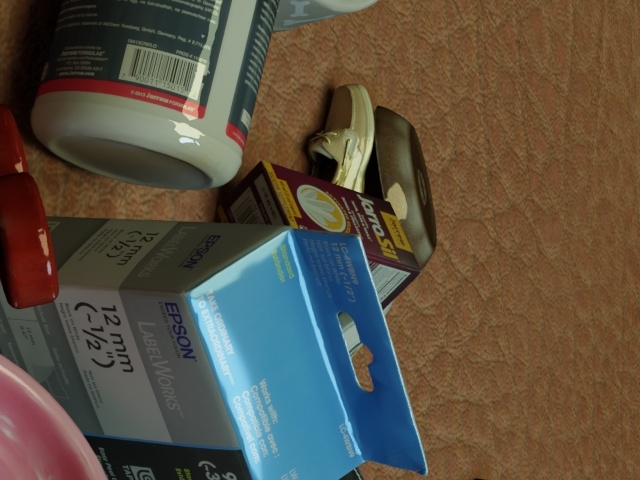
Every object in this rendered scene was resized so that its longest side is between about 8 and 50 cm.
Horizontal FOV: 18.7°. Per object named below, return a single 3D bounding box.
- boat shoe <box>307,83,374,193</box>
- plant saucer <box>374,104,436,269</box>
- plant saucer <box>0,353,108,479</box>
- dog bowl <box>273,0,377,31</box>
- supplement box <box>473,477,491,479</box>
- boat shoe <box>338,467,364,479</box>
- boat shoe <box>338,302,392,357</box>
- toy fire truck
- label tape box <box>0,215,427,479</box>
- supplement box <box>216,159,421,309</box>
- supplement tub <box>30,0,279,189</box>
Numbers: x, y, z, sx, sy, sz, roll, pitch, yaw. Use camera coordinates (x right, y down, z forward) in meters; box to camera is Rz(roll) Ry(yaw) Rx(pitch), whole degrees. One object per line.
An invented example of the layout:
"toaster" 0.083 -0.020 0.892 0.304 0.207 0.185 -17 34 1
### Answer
"boat shoe" 0.016 -0.091 2.097 0.059 0.063 0.170 13 76 -32
"plant saucer" 0.098 -0.057 2.170 0.198 0.036 0.198 -11 90 -80
"plant saucer" -0.303 0.225 1.525 0.332 0.084 0.332 32 39 -31
"dog bowl" -0.010 -0.386 1.991 0.349 0.102 0.348 -7 99 -55
"supplement box" 0.200 0.351 2.423 0.083 0.056 0.083 -24 113 -54
"boat shoe" 0.039 0.328 2.136 0.108 0.102 0.301 -35 122 -50
"boat shoe" -0.014 0.102 2.060 0.302 0.109 0.094 -49 169 -44
"toy fire truck" -0.301 -0.079 1.408 0.169 0.302 0.253 -13 120 -12
"label tape box" -0.105 0.114 1.677 0.115 0.348 0.249 -47 131 -43
"supplement box" 0.000 0.000 1.989 0.188 0.081 0.104 16 39 -42
"supplement tub" -0.138 -0.196 1.736 0.191 0.191 0.272 30 69 -53
